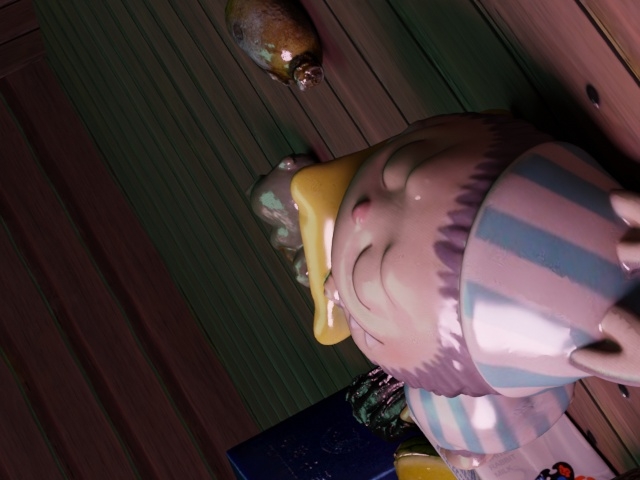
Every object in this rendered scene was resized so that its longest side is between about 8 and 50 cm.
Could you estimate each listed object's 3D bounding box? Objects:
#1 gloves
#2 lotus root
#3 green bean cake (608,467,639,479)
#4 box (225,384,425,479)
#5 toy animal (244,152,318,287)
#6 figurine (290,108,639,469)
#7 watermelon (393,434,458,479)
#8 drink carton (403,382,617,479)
[{"bbox_3d":[0.109,0.241,2.185,0.129,0.106,0.181,64,171,3],"label":"gloves"},{"bbox_3d":[-0.051,-0.248,1.863,0.192,0.088,0.113,50,178,42],"label":"lotus root"},{"bbox_3d":[0.345,0.305,1.408,0.198,0.097,0.233,62,167,8],"label":"green bean cake"},{"bbox_3d":[0.030,0.356,2.338,0.261,0.279,0.116,40,154,59],"label":"box"},{"bbox_3d":[-0.002,0.001,2.124,0.251,0.125,0.127,56,-165,3],"label":"toy animal"},{"bbox_3d":[0.174,0.084,1.283,0.361,0.266,0.377,63,169,-27],"label":"figurine"},{"bbox_3d":[0.193,0.371,2.064,0.301,0.129,0.123,64,171,-30],"label":"watermelon"},{"bbox_3d":[0.225,0.247,1.689,0.315,0.130,0.106,54,163,38],"label":"drink carton"}]
